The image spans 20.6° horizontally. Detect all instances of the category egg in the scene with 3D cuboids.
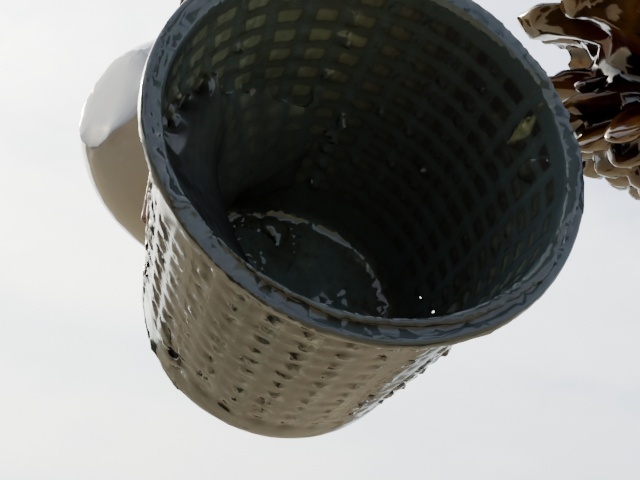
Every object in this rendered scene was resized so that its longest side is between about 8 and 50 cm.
[{"bbox_3d":[-0.068,-0.058,1.335,0.232,0.176,0.176,28,-27,-27],"label":"egg"}]

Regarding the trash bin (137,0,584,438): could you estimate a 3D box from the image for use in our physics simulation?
[{"bbox_3d":[0.000,0.000,0.718,0.175,0.175,0.161,14,-34,-7],"label":"trash bin"}]

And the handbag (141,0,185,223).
[{"bbox_3d":[-0.037,-0.079,1.128,0.127,0.190,0.063,20,-28,-28],"label":"handbag"}]

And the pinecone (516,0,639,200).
[{"bbox_3d":[0.218,-0.138,0.851,0.246,0.292,0.246,6,-11,1],"label":"pinecone"}]
